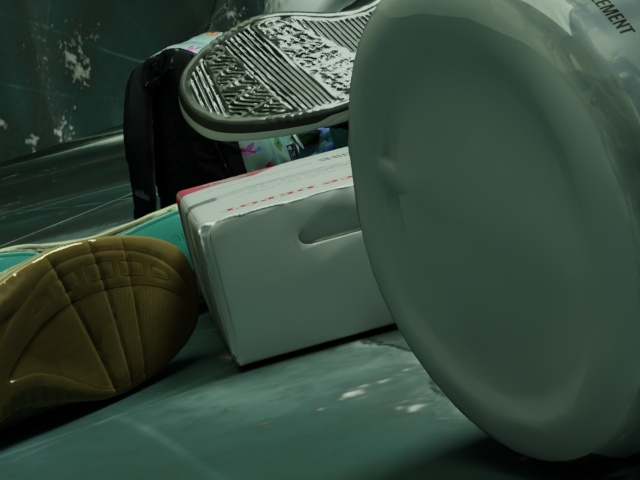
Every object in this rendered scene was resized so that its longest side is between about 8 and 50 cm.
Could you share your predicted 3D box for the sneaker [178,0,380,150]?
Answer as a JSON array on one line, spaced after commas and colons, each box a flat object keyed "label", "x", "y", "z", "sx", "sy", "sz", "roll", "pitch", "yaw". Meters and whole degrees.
[{"label": "sneaker", "x": 0.015, "y": -0.114, "z": 1.397, "sx": 0.296, "sy": 0.123, "sz": 0.178, "roll": -20, "pitch": -27, "yaw": -21}]

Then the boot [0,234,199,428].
[{"label": "boot", "x": -0.221, "y": 0.067, "z": 1.028, "sx": 0.262, "sy": 0.095, "sz": 0.203, "roll": -27, "pitch": 14, "yaw": -39}]

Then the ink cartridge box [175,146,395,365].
[{"label": "ink cartridge box", "x": 0.000, "y": 0.000, "z": 1.089, "sx": 0.159, "sy": 0.092, "sz": 0.218, "roll": -15, "pitch": 7, "yaw": -6}]

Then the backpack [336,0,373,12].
[{"label": "backpack", "x": 0.090, "y": -0.168, "z": 1.619, "sx": 0.166, "sy": 0.144, "sz": 0.188, "roll": 10, "pitch": 12, "yaw": 17}]

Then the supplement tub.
[{"label": "supplement tub", "x": 0.199, "y": -0.052, "z": 0.721, "sx": 0.338, "sy": 0.207, "sz": 0.207, "roll": -19, "pitch": 10, "yaw": -26}]

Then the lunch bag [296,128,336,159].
[{"label": "lunch bag", "x": -0.043, "y": -0.076, "z": 1.630, "sx": 0.151, "sy": 0.096, "sz": 0.129, "roll": -23, "pitch": 7, "yaw": 10}]

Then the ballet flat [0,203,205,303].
[{"label": "ballet flat", "x": -0.172, "y": 0.039, "z": 1.216, "sx": 0.248, "sy": 0.086, "sz": 0.086, "roll": -14, "pitch": 9, "yaw": -9}]

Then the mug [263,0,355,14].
[{"label": "mug", "x": 0.117, "y": -0.234, "z": 1.942, "sx": 0.374, "sy": 0.276, "sz": 0.328, "roll": 16, "pitch": 18, "yaw": -2}]

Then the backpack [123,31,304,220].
[{"label": "backpack", "x": -0.089, "y": -0.083, "z": 1.459, "sx": 0.152, "sy": 0.182, "sz": 0.115, "roll": -9, "pitch": 10, "yaw": 37}]
